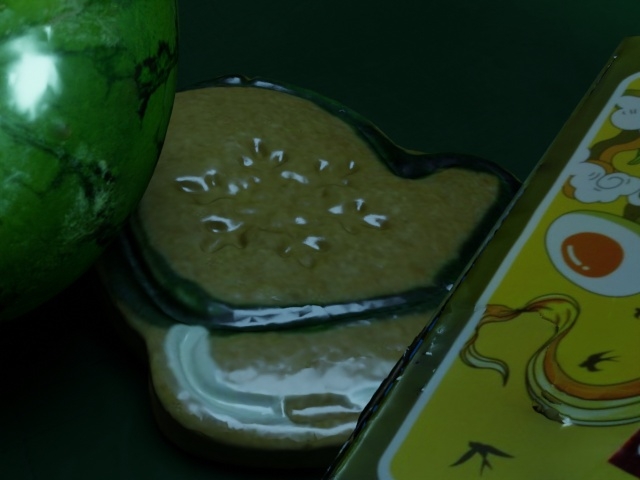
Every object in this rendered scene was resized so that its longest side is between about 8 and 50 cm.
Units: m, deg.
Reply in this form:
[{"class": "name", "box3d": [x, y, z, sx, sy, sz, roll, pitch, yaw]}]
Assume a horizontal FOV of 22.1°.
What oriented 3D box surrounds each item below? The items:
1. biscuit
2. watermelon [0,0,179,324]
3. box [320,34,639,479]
[{"class": "biscuit", "box3d": [0.000, -0.002, 0.994, 0.287, 0.057, 0.344, -6, 40, -16]}, {"class": "watermelon", "box3d": [-0.239, -0.111, 0.875, 0.363, 0.363, 0.363, 5, 38, -3]}, {"class": "box", "box3d": [0.249, 0.074, 0.757, 0.373, 0.138, 0.420, 11, 43, 30]}]
